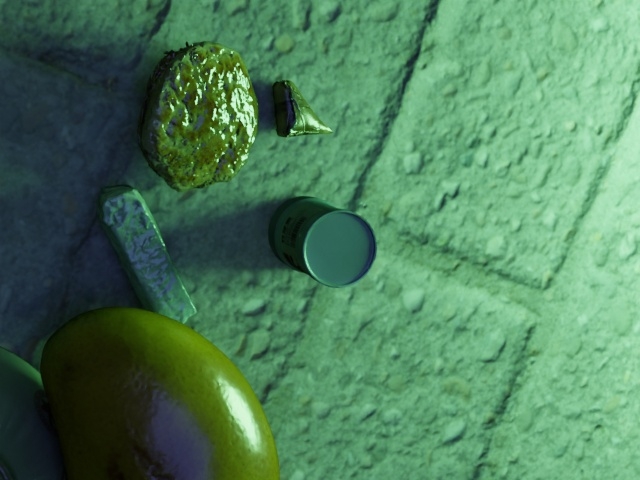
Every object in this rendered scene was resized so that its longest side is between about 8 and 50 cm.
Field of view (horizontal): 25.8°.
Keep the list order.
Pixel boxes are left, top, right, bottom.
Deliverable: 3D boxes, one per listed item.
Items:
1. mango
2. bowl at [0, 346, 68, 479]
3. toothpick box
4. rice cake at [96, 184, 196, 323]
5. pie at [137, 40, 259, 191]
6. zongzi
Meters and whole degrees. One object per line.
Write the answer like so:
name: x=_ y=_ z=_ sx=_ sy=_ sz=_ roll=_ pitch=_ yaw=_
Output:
mango: x=-0.200 y=0.249 z=1.734 sx=0.264 sy=0.221 sz=0.378 roll=-28 pitch=104 yaw=5
bowl: x=-0.453 y=0.295 z=1.694 sx=0.337 sy=0.157 sz=0.337 roll=-3 pitch=98 yaw=-18
toothpick box: x=0.000 y=0.000 z=1.798 sx=0.101 sy=0.153 sz=0.101 roll=-3 pitch=99 yaw=-17
rice cake: x=-0.222 y=0.024 z=1.775 sx=0.063 sy=0.069 sz=0.206 roll=-28 pitch=104 yaw=-13
pie: x=-0.154 y=-0.155 z=1.766 sx=0.163 sy=0.079 sz=0.193 roll=20 pitch=92 yaw=-28
zongzi: x=-0.021 y=-0.175 z=1.829 sx=0.083 sy=0.040 sz=0.076 roll=-7 pitch=94 yaw=-29
